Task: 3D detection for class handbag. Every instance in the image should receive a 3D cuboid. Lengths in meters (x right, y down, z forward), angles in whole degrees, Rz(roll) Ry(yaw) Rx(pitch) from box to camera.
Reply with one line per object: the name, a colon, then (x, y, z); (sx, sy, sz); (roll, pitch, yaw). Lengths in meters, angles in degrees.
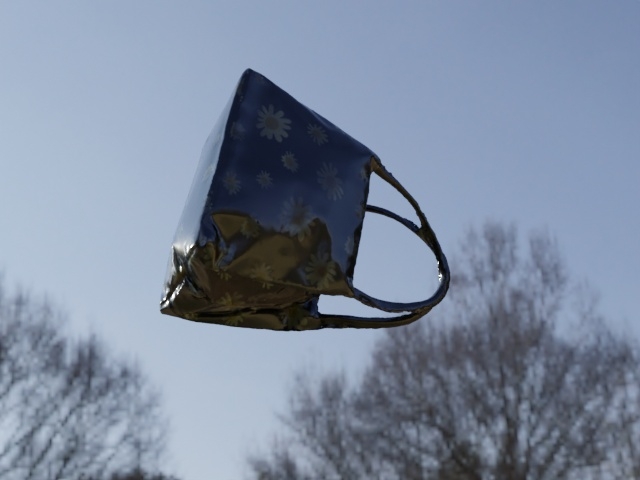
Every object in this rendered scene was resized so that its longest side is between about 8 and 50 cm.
handbag: (0.000, 0.000, 0.574); (0.139, 0.115, 0.072); (23, -37, -15)
